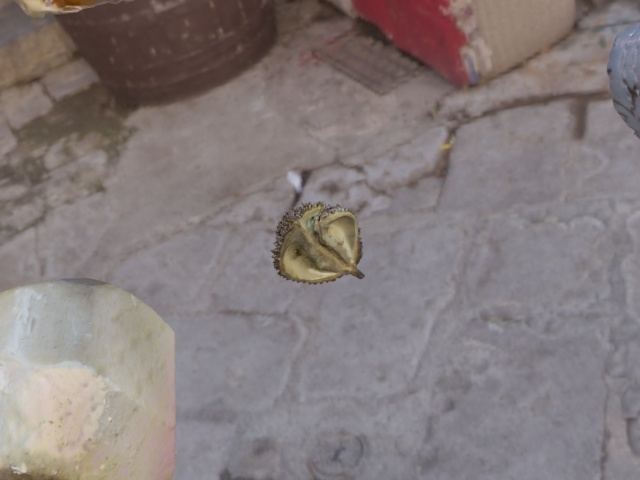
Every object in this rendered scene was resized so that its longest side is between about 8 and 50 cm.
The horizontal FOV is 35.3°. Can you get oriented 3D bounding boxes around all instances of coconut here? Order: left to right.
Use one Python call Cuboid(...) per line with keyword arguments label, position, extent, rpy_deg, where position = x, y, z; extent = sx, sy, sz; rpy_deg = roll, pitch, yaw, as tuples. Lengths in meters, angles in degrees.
Cuboid(label="coconut", position=(-0.330, 0.198, 1.245), extent=(0.353, 0.352, 0.352), rpy_deg=(-12, 36, 9))

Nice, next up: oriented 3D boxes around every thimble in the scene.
Cuboid(label="thimble", position=(0.440, -0.201, 1.241), extent=(0.127, 0.151, 0.118), rpy_deg=(-31, 14, -26))

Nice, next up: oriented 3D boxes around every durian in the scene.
Cuboid(label="durian", position=(0.002, -0.002, 1.128), extent=(0.110, 0.140, 0.071), rpy_deg=(-36, 45, 19))

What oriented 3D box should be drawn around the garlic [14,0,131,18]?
Cuboid(label="garlic", position=(-0.287, -0.401, 1.089), extent=(0.286, 0.313, 0.249), rpy_deg=(44, 43, 5))
